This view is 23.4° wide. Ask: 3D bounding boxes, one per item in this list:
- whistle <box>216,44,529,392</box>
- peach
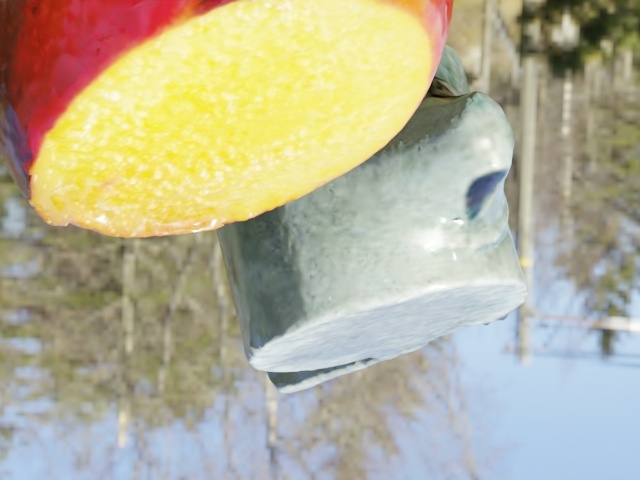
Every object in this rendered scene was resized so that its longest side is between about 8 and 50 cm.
[{"bbox_3d":[0.027,-0.003,1.068,0.188,0.168,0.405,-14,167,-2],"label":"whistle"},{"bbox_3d":[-0.044,-0.090,0.606,0.190,0.192,0.190,14,172,2],"label":"peach"}]
